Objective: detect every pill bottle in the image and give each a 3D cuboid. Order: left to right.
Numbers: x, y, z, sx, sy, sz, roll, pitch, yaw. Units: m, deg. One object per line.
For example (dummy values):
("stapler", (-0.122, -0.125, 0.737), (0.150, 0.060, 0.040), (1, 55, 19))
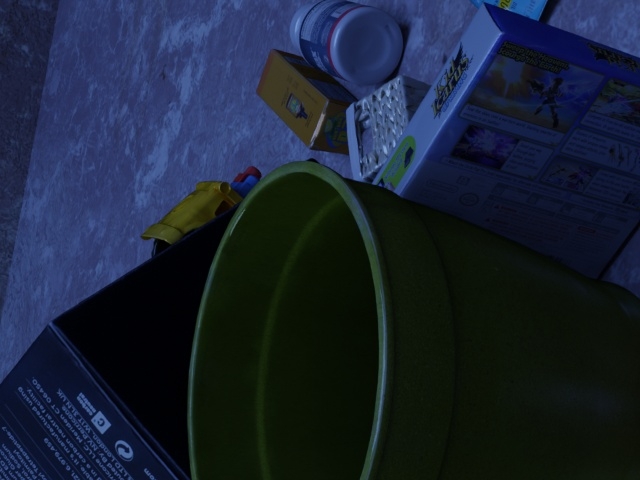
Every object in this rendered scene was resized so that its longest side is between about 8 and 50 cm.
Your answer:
("pill bottle", (0.029, -0.283, 1.894), (0.180, 0.108, 0.108), (33, 108, 61))

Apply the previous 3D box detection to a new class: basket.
("basket", (0.127, -0.114, 1.598), (0.103, 0.167, 0.113), (-36, 49, 42))

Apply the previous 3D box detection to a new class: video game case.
("video game case", (0.213, -0.082, 1.315), (0.244, 0.269, 0.061), (-58, 32, 31))

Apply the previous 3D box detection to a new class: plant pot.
("plant pot", (0.113, 0.134, 1.219), (0.366, 0.353, 0.367), (-24, 63, 59))

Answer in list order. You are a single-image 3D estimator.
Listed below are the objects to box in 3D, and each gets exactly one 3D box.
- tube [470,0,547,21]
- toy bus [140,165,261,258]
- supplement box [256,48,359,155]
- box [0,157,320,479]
("tube", (0.212, -0.304, 1.644), (0.207, 0.052, 0.080), (53, 136, 47))
("toy bus", (-0.123, 0.004, 2.019), (0.211, 0.220, 0.149), (-49, 19, -16))
("supplement box", (-0.015, -0.203, 1.977), (0.078, 0.080, 0.233), (-68, 28, 19))
("box", (-0.162, 0.214, 1.592), (0.297, 0.480, 0.472), (48, 131, 6))
